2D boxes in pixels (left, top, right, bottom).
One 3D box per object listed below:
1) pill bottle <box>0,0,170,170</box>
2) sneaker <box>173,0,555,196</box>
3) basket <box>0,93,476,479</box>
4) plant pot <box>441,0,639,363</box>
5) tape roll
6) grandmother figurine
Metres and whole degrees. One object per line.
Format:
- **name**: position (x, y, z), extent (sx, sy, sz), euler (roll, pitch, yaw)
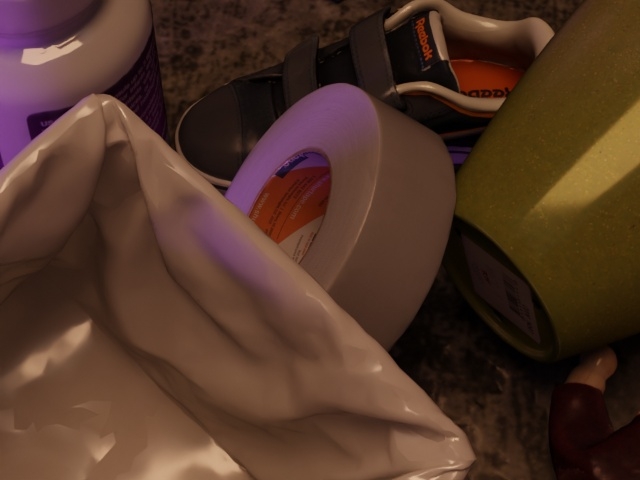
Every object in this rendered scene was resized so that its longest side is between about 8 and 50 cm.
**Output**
- **pill bottle**: position (-0.202, -0.127, 1.329), extent (0.169, 0.301, 0.169), euler (0, 57, 0)
- **sneaker**: position (0.039, -0.120, 1.431), extent (0.321, 0.127, 0.126), euler (-9, 58, -4)
- **basket**: position (-0.155, 0.151, 1.105), extent (0.331, 0.266, 0.328), euler (45, 64, -6)
- **plant pot**: position (0.232, -0.053, 1.307), extent (0.293, 0.274, 0.275), euler (-37, 64, -16)
- **tape roll**: position (0.000, 0.000, 1.298), extent (0.072, 0.219, 0.219), euler (28, 52, -28)
- **grandmother figurine**: position (0.244, 0.153, 1.267), extent (0.342, 0.104, 0.208), euler (-30, 53, -21)
